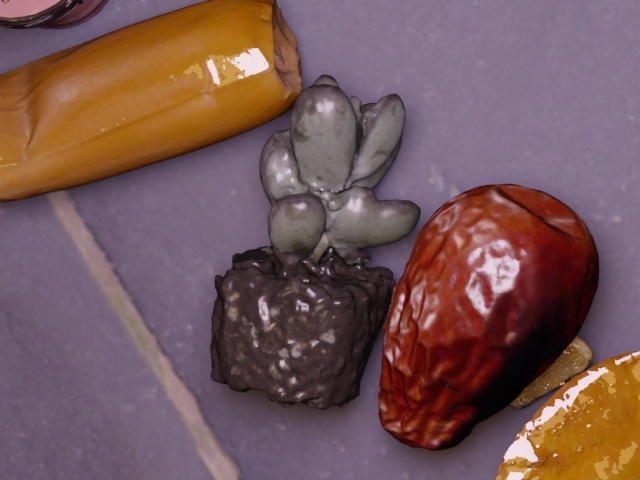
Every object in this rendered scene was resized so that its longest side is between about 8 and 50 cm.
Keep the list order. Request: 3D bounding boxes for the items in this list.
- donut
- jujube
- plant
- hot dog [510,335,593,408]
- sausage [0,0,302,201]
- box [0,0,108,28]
[{"bbox_3d":[0.270,0.223,1.480,0.278,0.108,0.277,0,88,0],"label":"donut"},{"bbox_3d":[0.131,0.067,1.490,0.168,0.168,0.236,28,111,8],"label":"jujube"},{"bbox_3d":[-0.001,0.001,1.517,0.149,0.146,0.274,16,93,12],"label":"plant"},{"bbox_3d":[0.195,0.109,1.543,0.090,0.034,0.030,-36,96,27],"label":"hot dog"},{"bbox_3d":[-0.191,-0.114,1.561,0.354,0.116,0.134,-16,53,13],"label":"sausage"},{"bbox_3d":[-0.248,-0.252,1.564,0.151,0.135,0.151,0,88,7],"label":"box"}]
